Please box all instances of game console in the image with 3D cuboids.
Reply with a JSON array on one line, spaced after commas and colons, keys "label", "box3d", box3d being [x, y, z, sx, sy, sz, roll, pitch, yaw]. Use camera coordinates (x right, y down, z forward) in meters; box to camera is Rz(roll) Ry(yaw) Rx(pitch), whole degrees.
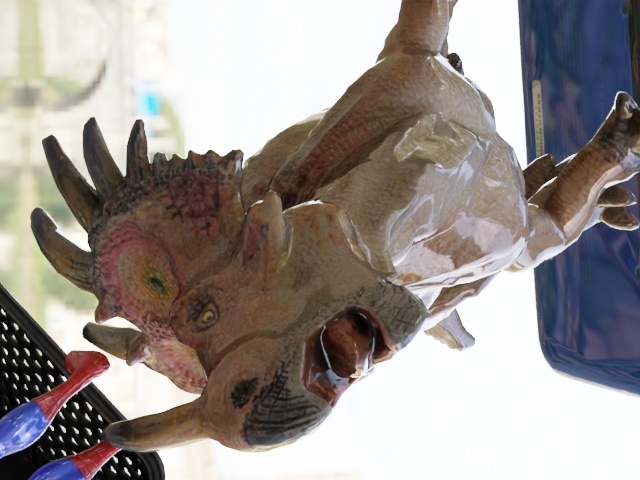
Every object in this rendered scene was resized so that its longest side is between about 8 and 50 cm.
[{"label": "game console", "box3d": [0.240, -0.062, 1.000, 0.250, 0.173, 0.293, -169, -105, -71]}]

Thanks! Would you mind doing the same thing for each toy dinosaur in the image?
[{"label": "toy dinosaur", "box3d": [0.000, 0.000, 0.589, 0.127, 0.200, 0.295, 47, -12, 11]}]

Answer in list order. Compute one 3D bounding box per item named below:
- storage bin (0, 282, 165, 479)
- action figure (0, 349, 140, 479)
[{"label": "storage bin", "box3d": [-0.149, 0.086, 0.634, 0.180, 0.122, 0.084, 41, -39, 35]}, {"label": "action figure", "box3d": [-0.095, 0.071, 0.451, 0.030, 0.115, 0.038, -15, -73, 50]}]
